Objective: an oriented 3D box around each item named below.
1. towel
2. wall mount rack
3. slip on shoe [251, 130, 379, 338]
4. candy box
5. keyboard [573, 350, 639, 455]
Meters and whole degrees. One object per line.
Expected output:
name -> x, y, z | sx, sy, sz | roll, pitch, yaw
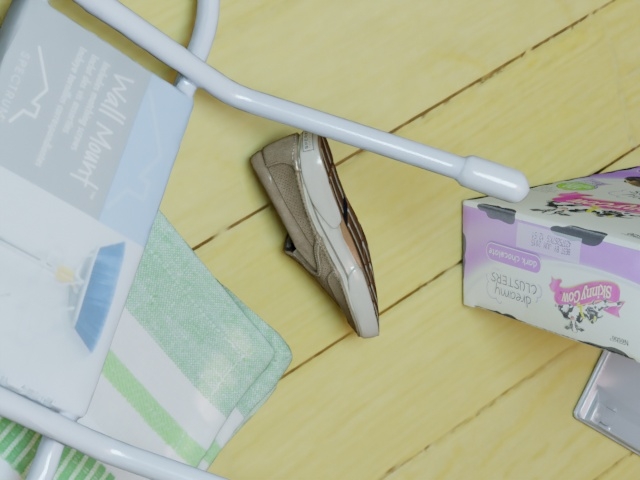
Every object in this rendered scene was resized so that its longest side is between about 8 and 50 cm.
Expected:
towel -> -0.163, 0.110, 0.855 | 0.248, 0.038, 0.325 | 50, 60, -32
wall mount rack -> -0.062, 0.005, 0.837 | 0.304, 0.130, 0.350 | 31, 70, -38
slip on shoe -> 0.000, 0.000, 0.982 | 0.041, 0.051, 0.135 | -14, 126, 10
candy box -> 0.210, 0.007, 1.054 | 0.196, 0.165, 0.070 | -11, 107, -34
keyboard -> 0.270, 0.136, 1.227 | 0.256, 0.014, 0.072 | 31, 78, -37
